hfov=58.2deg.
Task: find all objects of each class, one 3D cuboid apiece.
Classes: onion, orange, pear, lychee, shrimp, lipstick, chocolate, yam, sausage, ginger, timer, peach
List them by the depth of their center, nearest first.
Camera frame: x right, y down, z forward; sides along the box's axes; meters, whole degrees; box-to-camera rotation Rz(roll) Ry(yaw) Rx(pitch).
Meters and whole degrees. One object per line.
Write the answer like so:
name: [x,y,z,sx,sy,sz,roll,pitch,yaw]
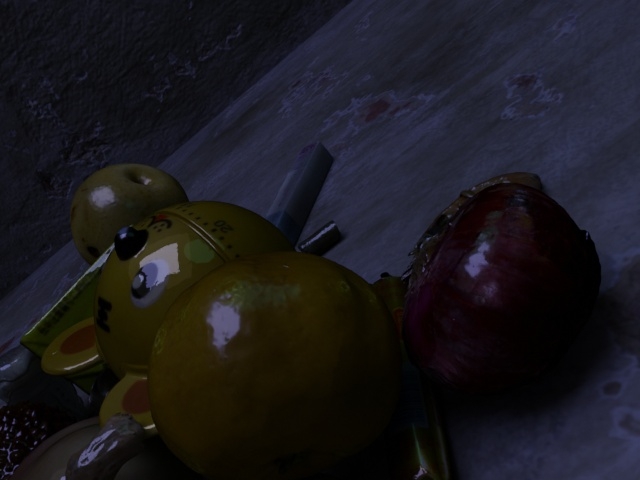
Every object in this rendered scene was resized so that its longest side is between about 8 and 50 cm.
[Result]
ginger: [-0.236,0.324,0.623,0.150,0.065,0.258,12,65,17]
orange: [-0.048,0.135,0.633,0.279,0.279,0.235,-30,53,25]
onion: [0.195,0.057,0.638,0.246,0.190,0.246,-57,-3,-4]
sausage: [0.106,0.178,0.708,0.082,0.082,0.371,-33,29,20]
peach: [-0.308,0.375,0.788,0.293,0.247,0.292,-11,24,5]
shrimp: [0.212,-0.024,0.850,0.267,0.061,0.145,-43,27,-16]
timer: [-0.212,0.121,0.889,0.387,0.375,0.376,-32,18,-32]
lychee: [-0.498,0.412,0.985,0.268,0.267,0.267,-32,29,20]
chocolate: [-0.366,0.168,1.141,0.300,0.289,0.137,-49,16,-13]
yam: [0.000,0.000,1.148,0.094,0.043,0.043,-36,28,10]
lipstick: [-0.054,-0.107,1.347,0.066,0.068,0.317,-20,34,39]
pear: [-0.529,-0.053,1.624,0.349,0.348,0.348,-32,29,20]

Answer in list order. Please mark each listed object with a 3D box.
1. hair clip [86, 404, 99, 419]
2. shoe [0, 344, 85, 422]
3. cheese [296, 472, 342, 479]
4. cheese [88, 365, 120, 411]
hair clip: [-0.461,0.267,1.288,0.172,0.114,0.281,-124,45,-55]
shoe: [-0.562,0.324,1.183,0.132,0.210,0.342,-37,-6,-27]
cheese: [-0.100,0.400,0.612,0.351,0.129,0.328,-19,30,38]
cheese: [-0.295,0.265,1.006,0.091,0.203,0.175,-65,26,23]
